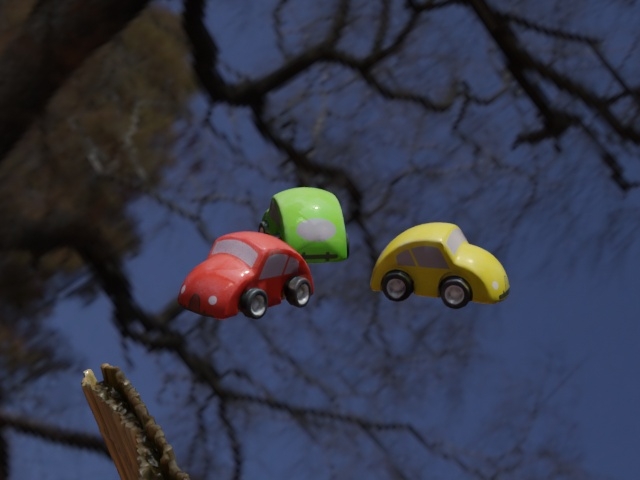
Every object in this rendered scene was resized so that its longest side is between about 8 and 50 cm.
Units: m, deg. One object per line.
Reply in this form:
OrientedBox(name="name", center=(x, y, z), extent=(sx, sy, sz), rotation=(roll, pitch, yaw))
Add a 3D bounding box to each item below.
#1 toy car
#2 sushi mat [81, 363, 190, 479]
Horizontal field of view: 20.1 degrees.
OrientedBox(name="toy car", center=(0.000, 0.000, 1.328), extent=(0.225, 0.239, 0.053), rotation=(-135, -135, -69))
OrientedBox(name="sushi mat", center=(-0.025, 0.205, 0.695), extent=(0.151, 0.019, 0.316), rotation=(-144, -145, -72))
